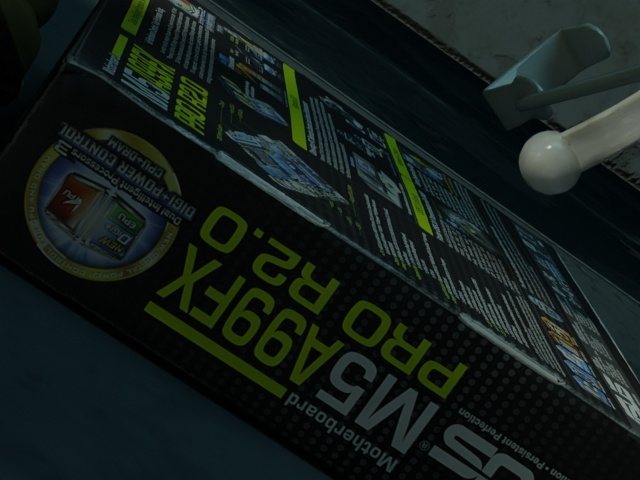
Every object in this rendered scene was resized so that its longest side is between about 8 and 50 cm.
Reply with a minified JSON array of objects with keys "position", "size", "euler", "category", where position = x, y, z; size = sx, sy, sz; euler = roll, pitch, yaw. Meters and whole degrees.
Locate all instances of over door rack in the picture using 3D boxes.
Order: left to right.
[{"position":[0.162,0.039,0.708],"size":[0.239,0.108,0.324],"euler":[57,-7,-8],"category":"over door rack"}]

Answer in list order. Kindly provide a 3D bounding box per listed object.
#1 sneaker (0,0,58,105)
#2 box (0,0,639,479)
[{"position":[-0.135,-0.185,0.709],"size":[0.158,0.182,0.410],"euler":[32,11,-20],"category":"sneaker"},{"position":[0.000,0.000,0.657],"size":[0.216,0.060,0.270],"euler":[33,10,-10],"category":"box"}]
